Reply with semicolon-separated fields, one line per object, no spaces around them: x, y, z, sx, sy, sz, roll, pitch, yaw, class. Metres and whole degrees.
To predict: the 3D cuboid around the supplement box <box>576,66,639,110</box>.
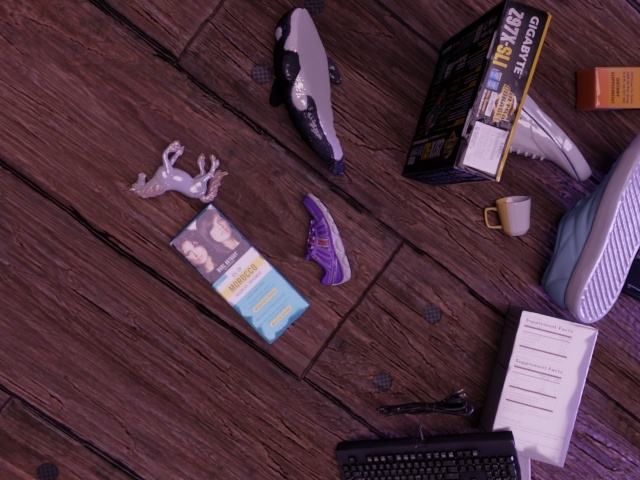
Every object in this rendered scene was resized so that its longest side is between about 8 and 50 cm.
0.592;-0.278;1.452;0.234;0.080;0.078;-3;96;-11;supplement box

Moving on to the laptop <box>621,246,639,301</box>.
0.679;0.016;1.428;0.234;0.136;0.264;27;97;-5;laptop

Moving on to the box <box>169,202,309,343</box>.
-0.138;0.056;1.361;0.100;0.060;0.244;-45;99;-5;box

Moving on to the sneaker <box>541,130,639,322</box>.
0.490;-0.046;1.400;0.135;0.150;0.365;19;100;-36;sneaker

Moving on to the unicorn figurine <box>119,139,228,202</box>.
-0.244;-0.109;1.335;0.162;0.060;0.111;21;87;-8;unicorn figurine

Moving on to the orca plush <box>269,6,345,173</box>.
-0.033;-0.245;1.368;0.151;0.102;0.287;-44;115;-49;orca plush

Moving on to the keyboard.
0.177;0.363;1.367;0.317;0.033;0.201;-10;96;20;keyboard

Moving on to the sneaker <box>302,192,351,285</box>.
0.000;0.000;1.379;0.071;0.068;0.169;-19;96;-2;sneaker

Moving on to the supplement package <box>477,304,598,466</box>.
0.380;0.250;1.403;0.134;0.139;0.244;14;91;3;supplement package

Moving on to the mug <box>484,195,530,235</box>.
0.346;-0.044;1.442;0.062;0.078;0.064;-21;107;-40;mug

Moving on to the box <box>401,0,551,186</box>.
0.236;-0.219;1.275;0.079;0.322;0.257;16;90;-8;box

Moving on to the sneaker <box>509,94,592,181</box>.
0.375;-0.189;1.426;0.258;0.094;0.091;44;104;-4;sneaker

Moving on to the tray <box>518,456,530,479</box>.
0.319;0.513;1.473;0.145;0.030;0.270;-3;93;-10;tray
